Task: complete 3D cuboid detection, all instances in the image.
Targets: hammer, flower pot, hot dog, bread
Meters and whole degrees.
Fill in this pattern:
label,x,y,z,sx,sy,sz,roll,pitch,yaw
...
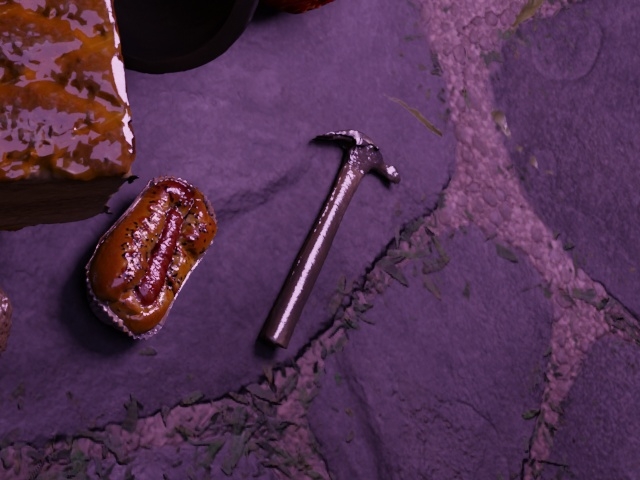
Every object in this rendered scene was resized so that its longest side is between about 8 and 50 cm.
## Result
label,x,y,z,sx,sy,sz,roll,pitch,yaw
hammer,0.001,0.000,2.174,0.125,0.027,0.297,37,58,-22
flower pot,-0.150,-0.321,2.050,0.269,0.269,0.166,62,29,-4
hot dog,-0.177,0.015,2.022,0.108,0.059,0.191,46,53,-22
bread,-0.334,-0.157,1.828,0.279,0.207,0.279,-9,79,-17

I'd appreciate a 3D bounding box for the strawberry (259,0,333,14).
label,x,y,z,sx,sy,sz,roll,pitch,yaw
strawberry,0.006,-0.390,2.185,0.238,0.250,0.288,30,80,-64

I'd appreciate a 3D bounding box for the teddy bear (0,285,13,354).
label,x,y,z,sx,sy,sz,roll,pitch,yaw
teddy bear,-0.382,0.104,1.802,0.251,0.129,0.182,-47,139,-59
